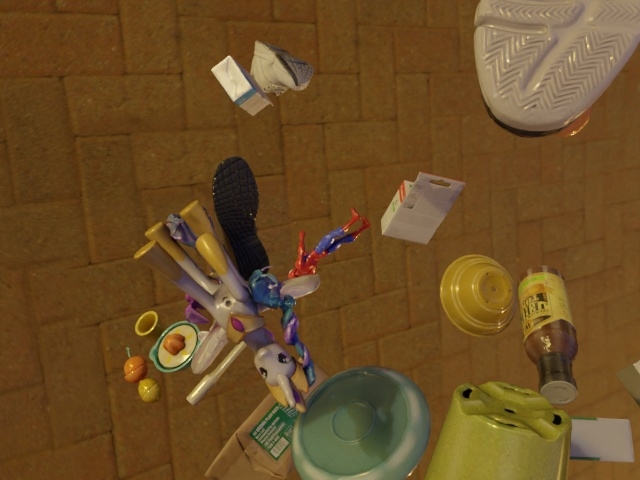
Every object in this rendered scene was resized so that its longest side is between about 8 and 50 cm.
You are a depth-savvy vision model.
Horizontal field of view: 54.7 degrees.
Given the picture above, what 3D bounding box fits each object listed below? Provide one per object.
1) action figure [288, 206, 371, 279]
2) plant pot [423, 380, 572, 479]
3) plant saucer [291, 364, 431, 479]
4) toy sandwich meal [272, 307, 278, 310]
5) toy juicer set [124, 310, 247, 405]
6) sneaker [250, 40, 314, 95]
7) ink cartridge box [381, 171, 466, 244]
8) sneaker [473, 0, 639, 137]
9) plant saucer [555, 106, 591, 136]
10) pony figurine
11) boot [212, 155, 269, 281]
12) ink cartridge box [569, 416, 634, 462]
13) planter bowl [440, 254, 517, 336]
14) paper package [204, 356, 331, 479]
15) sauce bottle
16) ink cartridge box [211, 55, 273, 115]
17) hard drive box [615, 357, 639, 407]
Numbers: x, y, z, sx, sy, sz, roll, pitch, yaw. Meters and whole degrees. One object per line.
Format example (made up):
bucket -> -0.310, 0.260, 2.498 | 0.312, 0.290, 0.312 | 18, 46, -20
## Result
action figure -> 0.000, 0.000, 1.783 | 0.280, 0.139, 0.091 | -43, 135, 12
plant pot -> 0.281, 0.375, 0.982 | 0.276, 0.276, 0.253 | 0, 104, -35
plant saucer -> 0.075, 0.392, 1.316 | 0.317, 0.318, 0.043 | -48, 133, -22
toy sandwich meal -> -0.141, 0.171, 1.834 | 0.029, 0.085, 0.085 | -6, 98, -13
toy juicer set -> -0.353, 0.288, 1.468 | 0.089, 0.329, 0.209 | 53, 54, -46
sneaker -> -0.109, -0.442, 1.661 | 0.111, 0.297, 0.129 | 10, 112, -29
ink cartridge box -> 0.124, -0.046, 0.761 | 0.063, 0.115, 0.029 | 12, 47, -13
sneaker -> 0.208, -0.207, 0.550 | 0.180, 0.125, 0.321 | 71, 36, -70
plant saucer -> 0.451, -0.224, 1.116 | 0.084, 0.013, 0.083 | -7, 126, -10
pony figurine -> -0.154, 0.109, 1.079 | 0.303, 0.351, 0.363 | -37, 105, -3
boot -> -0.174, -0.049, 1.172 | 0.084, 0.161, 0.246 | -18, 115, -21
ink cartridge box -> 0.543, 0.427, 1.330 | 0.153, 0.208, 0.086 | 3, 72, -4
planter bowl -> 0.420, 0.131, 1.563 | 0.217, 0.090, 0.217 | 3, 75, -12
paper package -> -0.116, 0.513, 1.650 | 0.168, 0.309, 0.325 | 39, 43, 9
sauce bottle -> 0.485, 0.192, 1.312 | 0.111, 0.112, 0.344 | 56, 27, -24
ink cartridge box -> -0.191, -0.379, 1.548 | 0.060, 0.180, 0.104 | -36, 81, 9
hard drive box -> 0.565, 0.196, 0.838 | 0.232, 0.089, 0.181 | -30, 68, -2
